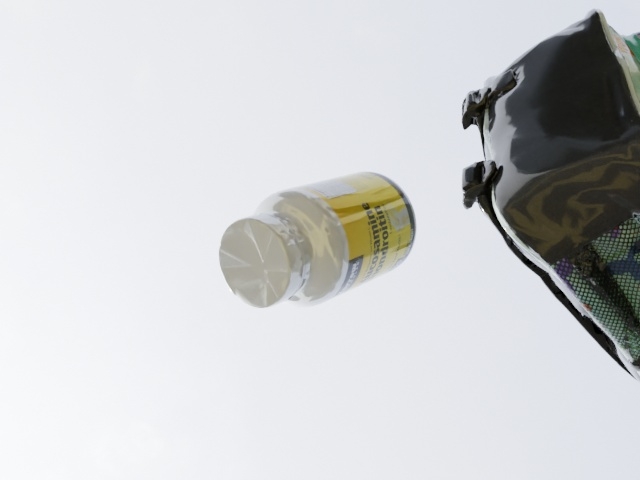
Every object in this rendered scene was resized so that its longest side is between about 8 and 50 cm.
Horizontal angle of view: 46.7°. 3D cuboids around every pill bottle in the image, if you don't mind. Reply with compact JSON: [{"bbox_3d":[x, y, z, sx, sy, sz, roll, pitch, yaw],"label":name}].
[{"bbox_3d":[0.000,0.000,0.654,0.103,0.184,0.103,11,-72,34],"label":"pill bottle"}]

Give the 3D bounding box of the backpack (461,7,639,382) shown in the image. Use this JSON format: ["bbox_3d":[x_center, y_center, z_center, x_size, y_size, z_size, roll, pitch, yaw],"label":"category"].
[{"bbox_3d":[0.232,-0.015,0.490,0.191,0.225,0.253,-26,-60,25],"label":"backpack"}]
